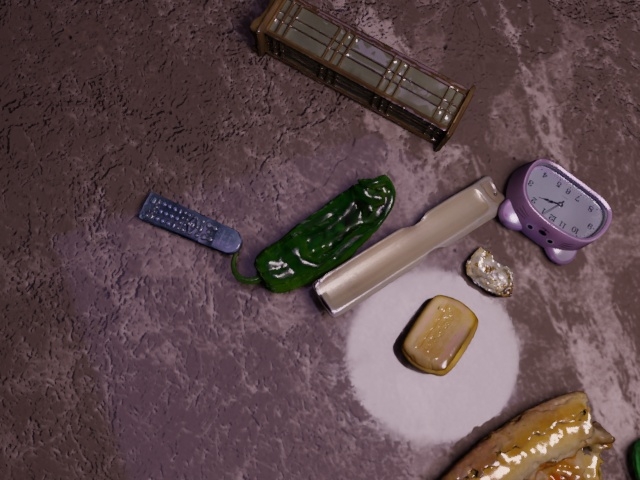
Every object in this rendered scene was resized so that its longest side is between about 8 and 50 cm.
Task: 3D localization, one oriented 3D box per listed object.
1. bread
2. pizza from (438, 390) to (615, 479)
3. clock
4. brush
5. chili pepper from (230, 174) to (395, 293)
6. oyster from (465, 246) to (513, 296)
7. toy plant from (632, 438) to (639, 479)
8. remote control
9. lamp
[{"bbox_3d":[0.167,0.136,0.991,0.082,0.056,0.115,26,67,20],"label":"bread"},{"bbox_3d":[0.233,0.449,0.933,0.392,0.080,0.435,-10,80,-5],"label":"pizza"},{"bbox_3d":[0.339,-0.042,1.023,0.153,0.050,0.110,36,74,-1],"label":"clock"},{"bbox_3d":[0.131,0.008,1.020,0.321,0.050,0.060,-31,81,-15],"label":"brush"},{"bbox_3d":[-0.001,-0.003,0.999,0.257,0.074,0.100,-36,100,-15],"label":"chili pepper"},{"bbox_3d":[0.248,0.052,1.029,0.083,0.019,0.054,43,80,6],"label":"oyster"},{"bbox_3d":[0.496,0.375,0.958,0.155,0.088,0.240,-3,92,8],"label":"toy plant"},{"bbox_3d":[-0.183,-0.020,1.014,0.152,0.027,0.043,24,86,3],"label":"remote control"},{"bbox_3d":[0.058,-0.250,1.034,0.325,0.089,0.090,30,81,3],"label":"lamp"}]
